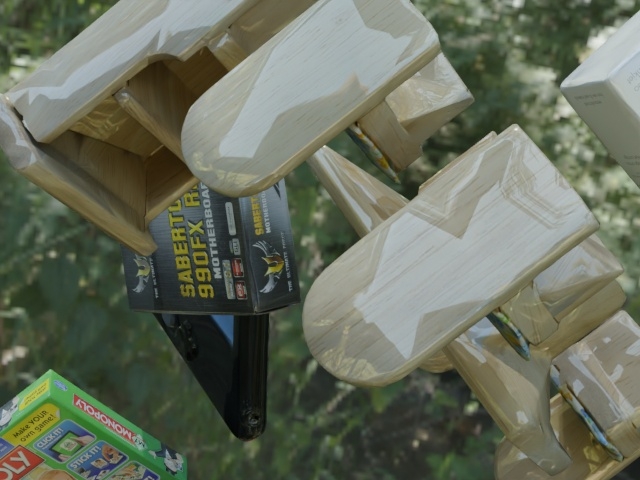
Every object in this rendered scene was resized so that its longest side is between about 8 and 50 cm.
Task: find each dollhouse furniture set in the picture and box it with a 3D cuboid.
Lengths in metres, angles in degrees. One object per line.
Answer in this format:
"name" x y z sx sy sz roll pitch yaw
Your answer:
"dollhouse furniture set" 0.000 0.000 0.862 0.394 0.256 0.362 55 6 29

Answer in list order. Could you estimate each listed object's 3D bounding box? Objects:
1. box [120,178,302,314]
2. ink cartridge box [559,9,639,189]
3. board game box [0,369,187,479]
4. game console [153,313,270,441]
"box" -0.109 -0.054 1.167 0.056 0.231 0.183 -12 7 -42
"ink cartridge box" 0.398 -0.065 1.143 0.353 0.207 0.119 48 -6 -9
"board game box" -0.341 0.298 1.567 0.213 0.317 0.046 39 25 -33
"game console" -0.129 -0.034 1.409 0.060 0.386 0.342 -9 32 -19
